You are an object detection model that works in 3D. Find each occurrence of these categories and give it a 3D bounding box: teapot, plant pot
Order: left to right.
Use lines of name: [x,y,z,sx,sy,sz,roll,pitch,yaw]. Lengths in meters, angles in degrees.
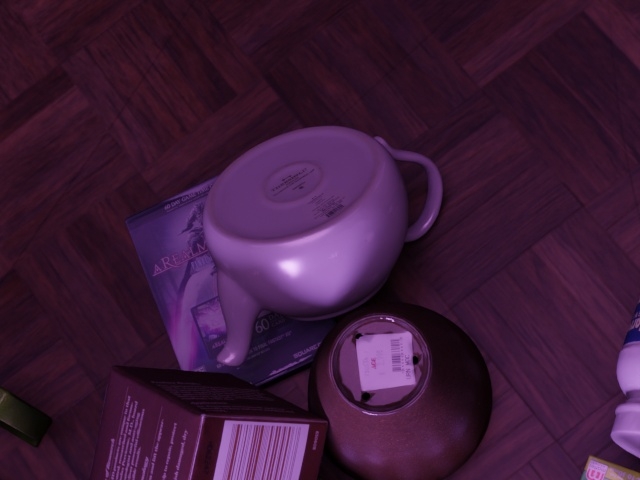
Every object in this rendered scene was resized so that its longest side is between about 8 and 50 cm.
teapot: [0.000,0.000,1.810,0.256,0.187,0.253,-9,39,18]
plant pot: [0.077,0.153,1.716,0.215,0.230,0.215,-2,75,7]

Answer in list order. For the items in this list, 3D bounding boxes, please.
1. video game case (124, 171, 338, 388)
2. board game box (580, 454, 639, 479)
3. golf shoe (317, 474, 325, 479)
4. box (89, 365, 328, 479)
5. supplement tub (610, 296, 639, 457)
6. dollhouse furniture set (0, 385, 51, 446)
video game case: [-0.106,0.051,1.918,0.196,0.026,0.274,-25,69,4]
board game box: [0.307,0.336,1.712,0.092,0.043,0.181,19,77,18]
golf shoe: [-0.036,0.279,1.787,0.198,0.094,0.077,31,82,22]
box: [-0.126,0.244,1.708,0.203,0.168,0.167,18,98,53]
supplement tub: [0.452,0.089,1.658,0.235,0.235,0.325,18,76,18]
dollhouse furniture set: [-0.511,0.216,1.888,0.301,0.151,0.198,27,80,20]
